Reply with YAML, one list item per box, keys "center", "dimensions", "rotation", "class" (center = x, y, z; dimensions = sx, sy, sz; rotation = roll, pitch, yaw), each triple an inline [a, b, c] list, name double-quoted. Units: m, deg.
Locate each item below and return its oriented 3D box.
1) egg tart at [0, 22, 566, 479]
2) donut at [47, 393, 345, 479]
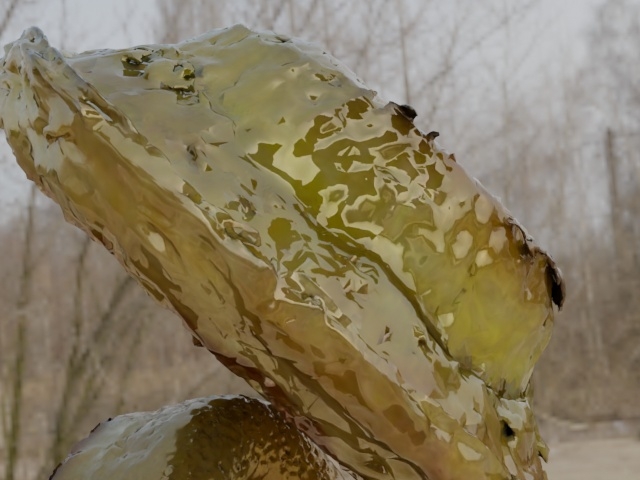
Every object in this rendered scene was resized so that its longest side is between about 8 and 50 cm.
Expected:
- center: [0.000, 0.000, 0.829]
  dimensions: [0.178, 0.443, 0.443]
  rotation: [-47, -6, -1]
  class: "egg tart"
- center: [-0.051, 0.227, 0.914]
  dimensions: [0.108, 0.277, 0.277]
  rotation: [-28, -16, 28]
  class: "donut"
